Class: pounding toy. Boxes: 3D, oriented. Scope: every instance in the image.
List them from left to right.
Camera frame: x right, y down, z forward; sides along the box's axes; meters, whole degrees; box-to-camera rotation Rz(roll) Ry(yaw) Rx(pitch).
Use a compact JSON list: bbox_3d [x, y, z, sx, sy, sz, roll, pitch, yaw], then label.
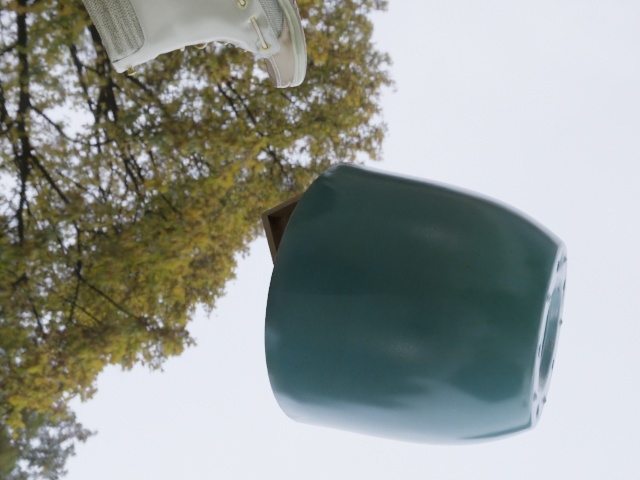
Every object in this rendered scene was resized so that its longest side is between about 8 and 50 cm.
[{"bbox_3d":[0.000,0.000,0.972,0.141,0.100,0.130,-26,-129,10],"label":"pounding toy"}]

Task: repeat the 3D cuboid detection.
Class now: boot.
[{"bbox_3d":[-0.127,-0.228,0.658,0.203,0.262,0.095,-27,-113,-4],"label":"boot"}]

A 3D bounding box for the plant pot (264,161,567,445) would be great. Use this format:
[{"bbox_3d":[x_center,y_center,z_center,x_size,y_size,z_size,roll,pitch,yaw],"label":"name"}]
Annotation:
[{"bbox_3d":[0.119,0.076,0.638,0.235,0.293,0.293,10,-133,27],"label":"plant pot"}]
